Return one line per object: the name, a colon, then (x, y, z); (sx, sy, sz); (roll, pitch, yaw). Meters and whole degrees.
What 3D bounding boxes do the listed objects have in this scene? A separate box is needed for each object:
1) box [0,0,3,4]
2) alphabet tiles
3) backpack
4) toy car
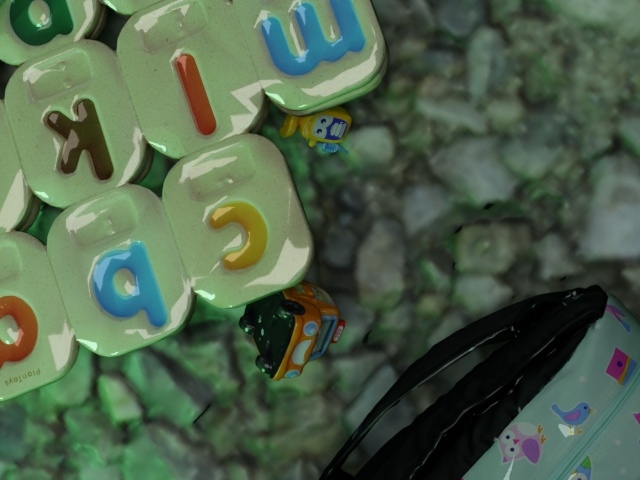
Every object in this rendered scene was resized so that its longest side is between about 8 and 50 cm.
box: (-0.231, -0.139, 0.769); (0.163, 0.142, 0.247); (42, 95, 16)
alphabet tiles: (-0.117, -0.083, 0.816); (0.284, 0.021, 0.278); (-22, 77, 10)
backpack: (0.078, 0.105, 0.755); (0.115, 0.152, 0.182); (44, 91, -9)
toy car: (0.000, 0.000, 0.800); (0.041, 0.060, 0.122); (11, 99, -24)
